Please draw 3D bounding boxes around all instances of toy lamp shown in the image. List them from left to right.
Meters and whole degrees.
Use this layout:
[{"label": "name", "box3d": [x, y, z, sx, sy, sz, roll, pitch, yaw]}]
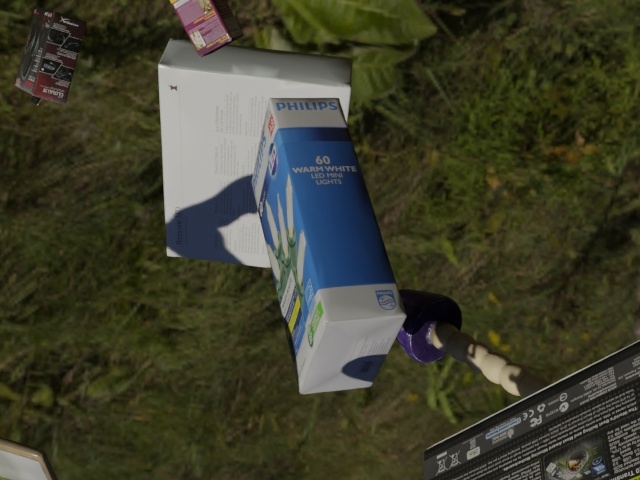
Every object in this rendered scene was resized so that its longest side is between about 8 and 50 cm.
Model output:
[{"label": "toy lamp", "box3d": [0.163, 0.117, 0.900, 0.080, 0.080, 0.275, 9, -169, -40]}]

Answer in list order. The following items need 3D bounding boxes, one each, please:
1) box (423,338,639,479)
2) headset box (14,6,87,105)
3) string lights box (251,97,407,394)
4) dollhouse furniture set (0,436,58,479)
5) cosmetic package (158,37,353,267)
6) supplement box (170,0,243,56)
[{"label": "box", "box3d": [0.168, 0.155, 0.454, 0.060, 0.216, 0.270, 38, 124, -24]}, {"label": "headset box", "box3d": [-0.242, -0.161, 0.805, 0.032, 0.083, 0.062, 13, -171, -36]}, {"label": "string lights box", "box3d": [0.000, 0.000, 0.872, 0.077, 0.259, 0.133, -4, 144, -17]}, {"label": "dollhouse furniture set", "box3d": [-0.352, 0.294, 0.720, 0.197, 0.301, 0.151, 13, 136, 13]}, {"label": "cosmetic package", "box3d": [-0.106, -0.124, 1.453, 0.284, 0.377, 0.097, 6, -139, -1]}, {"label": "supplement box", "box3d": [-0.145, -0.285, 1.157, 0.055, 0.083, 0.043, -22, -169, 26]}]
